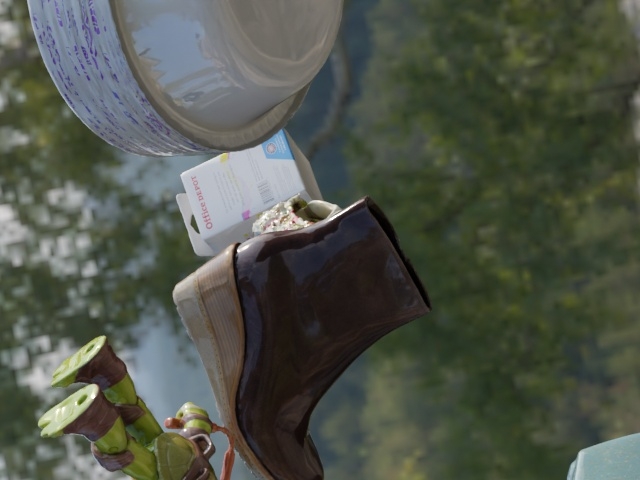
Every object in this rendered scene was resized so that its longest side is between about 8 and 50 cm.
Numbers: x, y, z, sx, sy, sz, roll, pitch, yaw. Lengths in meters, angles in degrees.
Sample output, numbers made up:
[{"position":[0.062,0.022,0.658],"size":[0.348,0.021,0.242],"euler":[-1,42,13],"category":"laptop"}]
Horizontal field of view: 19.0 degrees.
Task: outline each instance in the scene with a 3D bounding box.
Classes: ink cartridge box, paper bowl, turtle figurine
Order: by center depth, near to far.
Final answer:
[{"position":[-0.089,-0.209,1.530],"size":[0.284,0.148,0.284],"euler":[0,-90,-55],"category":"paper bowl"},{"position":[-0.130,0.194,1.530],"size":[0.217,0.087,0.269],"euler":[51,-147,-26],"category":"turtle figurine"},{"position":[-0.077,-0.041,2.081],"size":[0.090,0.143,0.092],"euler":[51,-163,-58],"category":"ink cartridge box"}]

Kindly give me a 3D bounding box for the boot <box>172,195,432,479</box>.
[{"position":[0.005,0.102,1.692],"size":[0.248,0.207,0.090],"euler":[64,-163,-13],"category":"boot"}]

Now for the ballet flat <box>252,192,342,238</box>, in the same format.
[{"position":[0.000,0.000,1.834],"size":[0.091,0.077,0.241],"euler":[45,173,-26],"category":"ballet flat"}]

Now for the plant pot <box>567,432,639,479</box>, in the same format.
[{"position":[0.357,0.337,1.950],"size":[0.247,0.252,0.247],"euler":[-68,-8,-52],"category":"plant pot"}]
